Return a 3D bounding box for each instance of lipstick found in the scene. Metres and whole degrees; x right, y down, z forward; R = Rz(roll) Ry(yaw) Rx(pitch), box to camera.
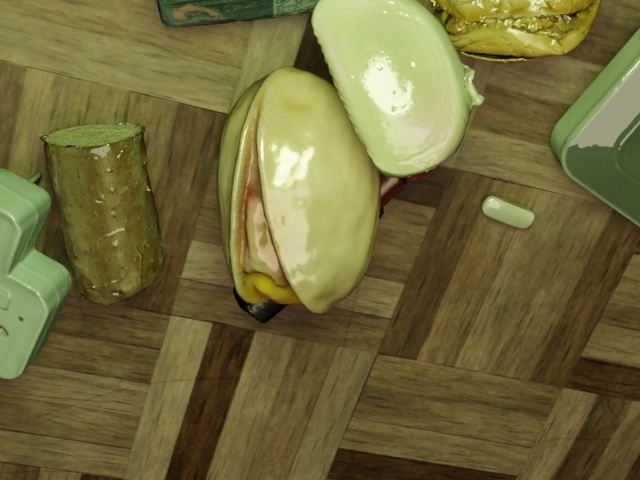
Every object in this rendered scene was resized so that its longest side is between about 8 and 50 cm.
[{"bbox_3d":[0.000,0.000,1.455,0.299,0.081,0.081,-42,117,12],"label":"lipstick"}]

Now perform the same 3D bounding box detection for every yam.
[{"bbox_3d":[-0.282,-0.041,1.361,0.128,0.129,0.238,-24,124,-29],"label":"yam"}]

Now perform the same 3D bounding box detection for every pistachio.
[{"bbox_3d":[-0.035,-0.066,1.318,0.229,0.230,0.309,3,93,-10],"label":"pistachio"}]

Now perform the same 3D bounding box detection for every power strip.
[{"bbox_3d":[-0.445,0.023,1.380,0.229,0.141,0.261,29,119,-3],"label":"power strip"}]

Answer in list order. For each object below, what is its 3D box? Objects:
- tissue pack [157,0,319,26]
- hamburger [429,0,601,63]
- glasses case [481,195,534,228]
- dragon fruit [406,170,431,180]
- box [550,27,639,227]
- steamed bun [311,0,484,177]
[{"bbox_3d":[-0.083,-0.337,1.125,0.227,0.316,0.103,-8,80,-3],"label":"tissue pack"},{"bbox_3d":[0.236,-0.299,1.244,0.213,0.214,0.108,-14,125,0],"label":"hamburger"},{"bbox_3d":[0.276,-0.041,1.504,0.083,0.021,0.032,19,116,-18],"label":"glasses case"},{"bbox_3d":[0.107,-0.141,1.371,0.112,0.068,0.126,-26,92,1],"label":"dragon fruit"},{"bbox_3d":[0.564,-0.165,1.436,0.373,0.090,0.367,30,112,-22],"label":"box"},{"bbox_3d":[0.099,-0.198,1.205,0.152,0.170,0.239,-22,89,11],"label":"steamed bun"}]
